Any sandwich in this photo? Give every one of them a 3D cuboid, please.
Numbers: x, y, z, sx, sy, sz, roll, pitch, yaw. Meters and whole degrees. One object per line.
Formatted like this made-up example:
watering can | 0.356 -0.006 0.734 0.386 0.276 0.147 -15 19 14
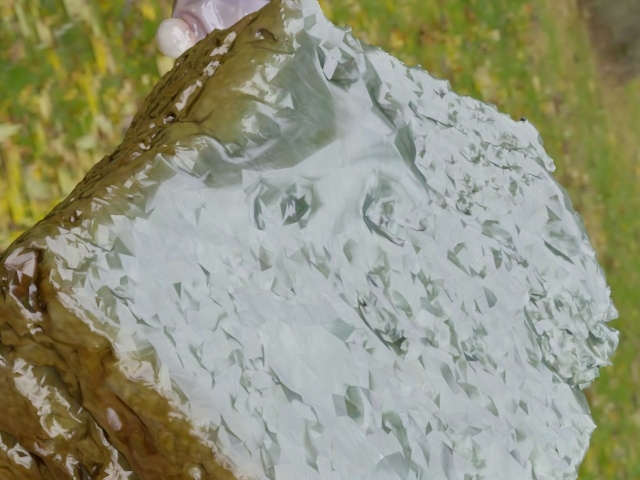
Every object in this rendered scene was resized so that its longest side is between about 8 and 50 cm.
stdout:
sandwich | 0.004 0.037 0.699 0.262 0.131 0.325 47 40 -11

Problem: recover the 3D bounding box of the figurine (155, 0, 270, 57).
figurine | -0.071 -0.243 1.431 0.200 0.133 0.276 -52 158 -27
